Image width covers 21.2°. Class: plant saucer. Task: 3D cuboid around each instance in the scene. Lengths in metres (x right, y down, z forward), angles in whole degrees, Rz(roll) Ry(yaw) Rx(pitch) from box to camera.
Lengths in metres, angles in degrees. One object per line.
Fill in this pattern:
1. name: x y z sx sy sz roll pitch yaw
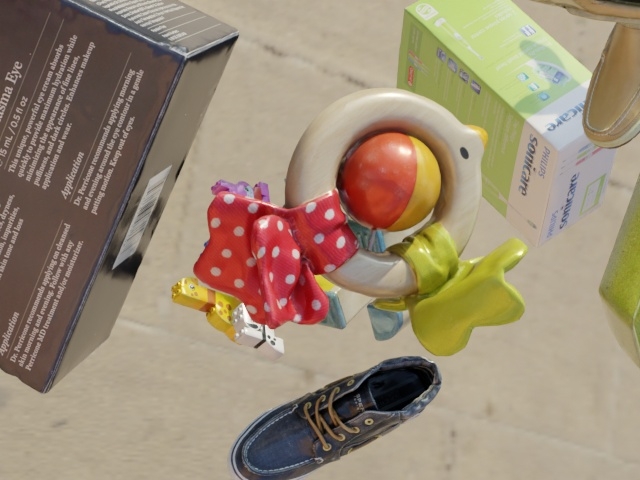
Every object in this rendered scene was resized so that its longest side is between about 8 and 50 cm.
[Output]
1. plant saucer: 0.310 0.012 1.619 0.188 0.045 0.188 51 58 -68

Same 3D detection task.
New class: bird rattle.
1. bird rattle: 0.035 -0.018 1.342 0.254 0.143 0.207 15 86 -15

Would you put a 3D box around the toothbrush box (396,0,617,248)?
1. toothbrush box: 0.229 -0.164 2.125 0.122 0.206 0.283 -31 61 -21

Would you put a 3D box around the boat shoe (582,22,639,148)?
1. boat shoe: 0.278 -0.175 1.508 0.190 0.068 0.072 -65 148 -10

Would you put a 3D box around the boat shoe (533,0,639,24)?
1. boat shoe: 0.174 -0.156 0.836 0.089 0.285 0.104 -41 140 -75

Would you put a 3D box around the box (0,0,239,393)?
1. box: -0.293 -0.097 1.544 0.312 0.179 0.343 27 108 5

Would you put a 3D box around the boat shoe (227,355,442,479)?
1. boat shoe: 0.010 0.142 1.383 0.183 0.083 0.065 -25 78 -16

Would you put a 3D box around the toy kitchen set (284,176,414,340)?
1. toy kitchen set: 0.000 0.000 1.645 0.122 0.166 0.207 -36 122 -36

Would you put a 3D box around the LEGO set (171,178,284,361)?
1. LEGO set: -0.110 0.036 1.881 0.093 0.087 0.227 20 46 -33
